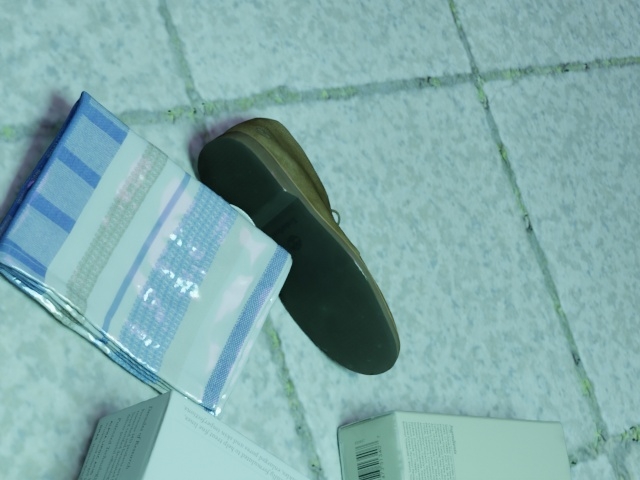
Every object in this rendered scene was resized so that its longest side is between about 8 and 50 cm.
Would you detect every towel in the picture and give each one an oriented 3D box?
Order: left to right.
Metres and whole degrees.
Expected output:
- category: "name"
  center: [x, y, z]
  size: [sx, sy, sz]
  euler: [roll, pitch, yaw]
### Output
- category: "towel"
  center: [-0.163, 0.018, 1.405]
  size: [0.285, 0.034, 0.209]
  euler: [40, 59, -24]

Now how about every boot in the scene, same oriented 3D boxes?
- category: "boot"
  center: [0.000, 0.000, 1.555]
  size: [0.305, 0.112, 0.115]
  euler: [56, 33, -7]

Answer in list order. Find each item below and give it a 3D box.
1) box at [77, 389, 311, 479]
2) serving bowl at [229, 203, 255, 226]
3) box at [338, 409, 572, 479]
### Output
- category: "box"
  center: [-0.124, 0.262, 1.297]
  size: [0.181, 0.119, 0.182]
  euler: [38, 50, -27]
- category: "serving bowl"
  center: [-0.103, 0.005, 1.495]
  size: [0.083, 0.027, 0.083]
  euler: [9, 74, -34]
- category: "box"
  center: [0.152, 0.251, 1.591]
  size: [0.275, 0.094, 0.113]
  euler: [12, 65, -41]
